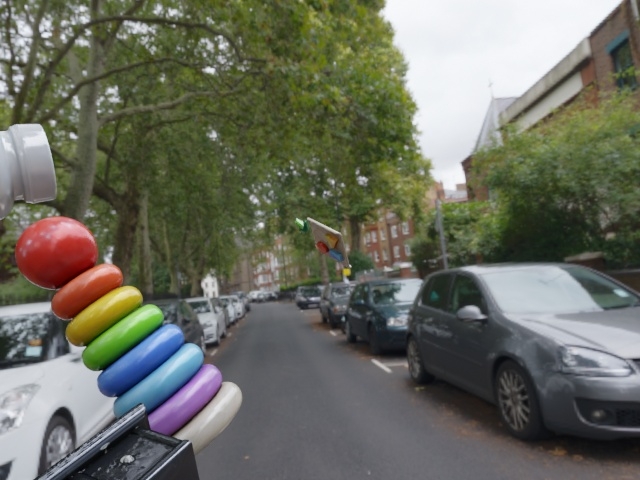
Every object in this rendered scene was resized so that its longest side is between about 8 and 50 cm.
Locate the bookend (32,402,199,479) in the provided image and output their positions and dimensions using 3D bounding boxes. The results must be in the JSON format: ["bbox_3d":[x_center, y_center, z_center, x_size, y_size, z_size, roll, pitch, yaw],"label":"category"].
[{"bbox_3d":[-0.139,0.214,0.389,0.158,0.072,0.156,4,19,30],"label":"bookend"}]

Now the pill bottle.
[{"bbox_3d":[-0.567,-0.098,0.746,0.302,0.169,0.169,-14,0,-33],"label":"pill bottle"}]

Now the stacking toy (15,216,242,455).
[{"bbox_3d":[-0.245,0.112,0.616,0.141,0.330,0.141,-37,4,3],"label":"stacking toy"}]

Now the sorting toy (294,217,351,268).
[{"bbox_3d":[0.000,0.000,0.617,0.012,0.062,0.083,-41,44,-22],"label":"sorting toy"}]
